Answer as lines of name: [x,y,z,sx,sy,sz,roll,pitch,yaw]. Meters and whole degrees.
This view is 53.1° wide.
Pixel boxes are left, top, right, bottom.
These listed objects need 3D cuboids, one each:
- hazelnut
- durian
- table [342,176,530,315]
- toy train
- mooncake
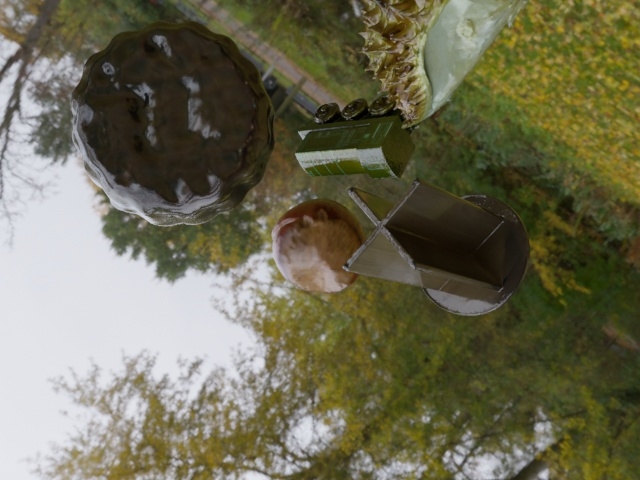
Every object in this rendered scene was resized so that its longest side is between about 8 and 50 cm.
hazelnut: [0.000,0.000,1.156,0.182,0.182,0.182,37,-173,-5]
durian: [0.124,-0.235,0.646,0.139,0.252,0.144,21,-156,-37]
table: [0.134,0.001,0.787,0.226,0.167,0.167,15,-158,-50]
toy train: [0.056,-0.169,1.081,0.225,0.137,0.090,1,141,40]
mooncake: [-0.209,-0.165,0.917,0.290,0.290,0.161,37,178,-1]
